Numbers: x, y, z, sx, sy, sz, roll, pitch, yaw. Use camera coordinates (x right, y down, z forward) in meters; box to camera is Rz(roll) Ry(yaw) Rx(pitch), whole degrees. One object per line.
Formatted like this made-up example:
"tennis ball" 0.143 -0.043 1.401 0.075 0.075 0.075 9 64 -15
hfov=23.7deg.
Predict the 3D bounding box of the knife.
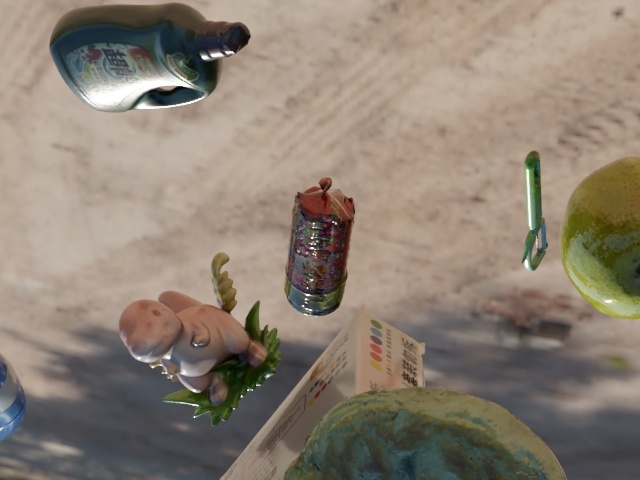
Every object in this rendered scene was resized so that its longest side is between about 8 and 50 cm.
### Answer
"knife" 0.233 -0.027 1.692 0.015 0.054 0.212 25 153 23

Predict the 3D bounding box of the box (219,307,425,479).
"box" -0.006 0.228 1.517 0.091 0.274 0.221 33 -156 -13

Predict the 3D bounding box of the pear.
"pear" 0.374 -0.004 1.831 0.198 0.198 0.198 11 164 3

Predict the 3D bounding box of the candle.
"candle" 0.000 0.000 1.190 0.052 0.052 0.131 11 137 3

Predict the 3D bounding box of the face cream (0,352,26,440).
"face cream" -0.363 0.151 1.503 0.149 0.083 0.264 10 158 -13

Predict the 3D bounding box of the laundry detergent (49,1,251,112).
"laundry detergent" -0.167 -0.195 1.614 0.221 0.078 0.144 -2 142 27

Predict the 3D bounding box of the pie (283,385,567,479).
"pie" 0.082 0.219 1.166 0.240 0.241 0.054 7 -159 17

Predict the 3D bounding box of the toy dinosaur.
"toy dinosaur" -0.154 0.112 1.645 0.152 0.194 0.177 -40 115 22
